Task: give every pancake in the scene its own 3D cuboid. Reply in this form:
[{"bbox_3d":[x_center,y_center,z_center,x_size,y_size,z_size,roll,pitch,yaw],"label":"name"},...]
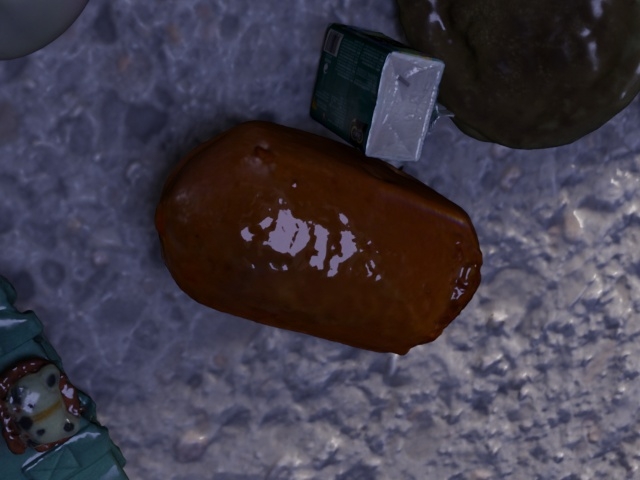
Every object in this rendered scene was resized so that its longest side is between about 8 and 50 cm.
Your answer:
[{"bbox_3d":[0.157,-0.188,0.862,0.042,0.222,0.236,-27,126,-62],"label":"pancake"}]

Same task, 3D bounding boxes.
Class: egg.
[{"bbox_3d":[-0.206,-0.183,0.747,0.135,0.103,0.103,-49,120,-2],"label":"egg"}]

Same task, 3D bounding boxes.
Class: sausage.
[{"bbox_3d":[0.001,-0.001,0.879,0.268,0.153,0.141,17,107,-27],"label":"sausage"}]

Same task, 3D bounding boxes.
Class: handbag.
[{"bbox_3d":[-0.310,0.165,0.835,0.274,0.100,0.268,-29,117,-11],"label":"handbag"}]

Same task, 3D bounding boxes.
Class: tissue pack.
[{"bbox_3d":[0.052,-0.117,0.883,0.079,0.111,0.085,5,108,-26],"label":"tissue pack"}]
